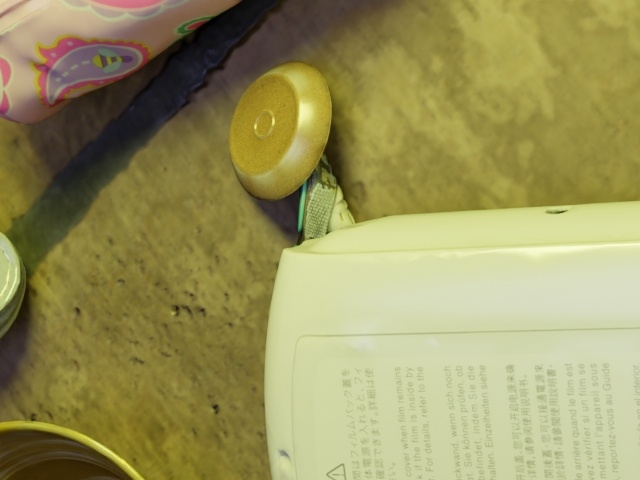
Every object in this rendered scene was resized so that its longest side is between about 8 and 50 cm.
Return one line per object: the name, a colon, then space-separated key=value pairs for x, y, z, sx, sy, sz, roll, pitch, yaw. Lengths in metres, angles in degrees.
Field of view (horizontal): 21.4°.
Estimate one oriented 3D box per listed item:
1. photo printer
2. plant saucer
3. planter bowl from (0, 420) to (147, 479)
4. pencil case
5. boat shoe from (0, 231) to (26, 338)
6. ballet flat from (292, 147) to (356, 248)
photo printer: x=0.117 y=0.109 z=0.897 sx=0.307 sy=0.107 sz=0.256 roll=-4 pitch=98 yaw=24
plant saucer: x=-0.028 y=-0.065 z=0.970 sx=0.083 sy=0.015 sz=0.083 roll=-17 pitch=65 yaw=43
planter bowl: x=-0.148 y=0.209 z=1.041 sx=0.217 sy=0.090 sz=0.217 roll=3 pitch=98 yaw=24
pencil case: x=-0.088 y=-0.176 z=0.948 sx=0.284 sy=0.124 sz=0.124 roll=-27 pitch=86 yaw=26
boat shoe: x=-0.317 y=-0.011 z=0.990 sx=0.103 sy=0.320 sz=0.118 roll=-19 pitch=52 yaw=59
ballet flat: x=0.000 y=0.000 z=0.981 sx=0.041 sy=0.041 sz=0.114 roll=16 pitch=104 yaw=22
